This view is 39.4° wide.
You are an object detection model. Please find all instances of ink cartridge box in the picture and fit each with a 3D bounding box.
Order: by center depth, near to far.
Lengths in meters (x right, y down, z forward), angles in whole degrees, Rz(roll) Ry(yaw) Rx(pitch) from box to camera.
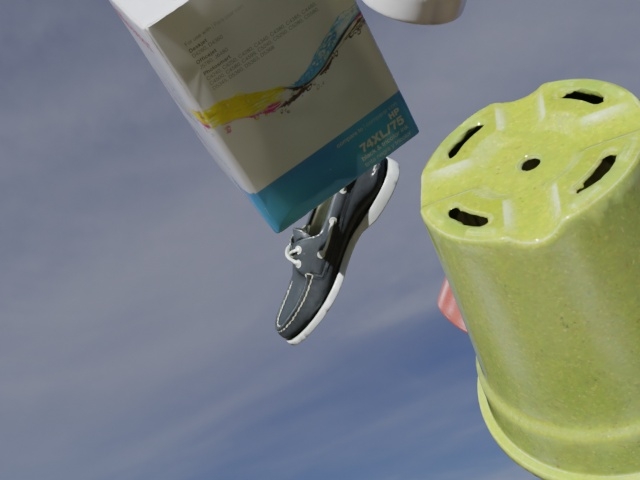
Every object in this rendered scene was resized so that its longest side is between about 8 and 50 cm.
[{"bbox_3d":[-0.064,-0.194,0.959,0.197,0.198,0.270,-36,-54,-5],"label":"ink cartridge box"}]

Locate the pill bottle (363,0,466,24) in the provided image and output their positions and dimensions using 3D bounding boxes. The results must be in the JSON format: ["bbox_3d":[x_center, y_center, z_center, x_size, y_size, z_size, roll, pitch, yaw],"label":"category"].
[{"bbox_3d":[0.182,-0.560,1.413,0.224,0.224,0.392,-3,-47,-15],"label":"pill bottle"}]

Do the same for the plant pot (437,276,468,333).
[{"bbox_3d":[0.358,0.042,1.657,0.272,0.272,0.265,6,-65,-33],"label":"plant pot"}]

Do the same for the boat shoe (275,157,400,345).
[{"bbox_3d":[0.000,0.000,1.266,0.091,0.302,0.114,27,-3,-21],"label":"boat shoe"}]

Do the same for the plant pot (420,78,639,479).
[{"bbox_3d":[0.211,0.019,0.733,0.276,0.276,0.254,-20,-54,24],"label":"plant pot"}]
